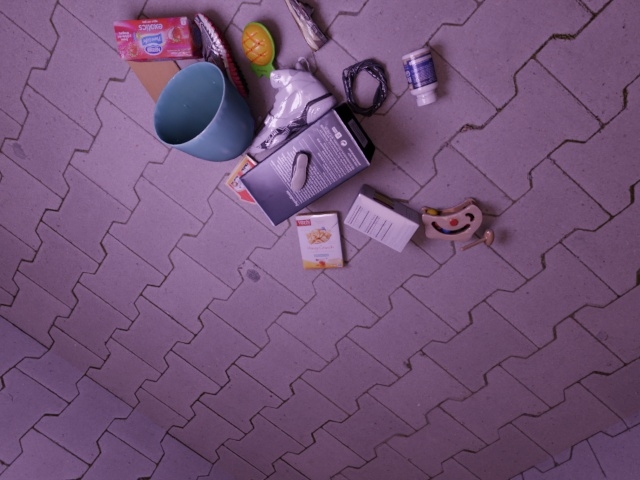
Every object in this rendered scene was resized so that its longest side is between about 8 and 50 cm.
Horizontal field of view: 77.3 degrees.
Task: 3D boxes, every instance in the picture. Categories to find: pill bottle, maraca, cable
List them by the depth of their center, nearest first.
[{"bbox_3d":[0.335,-0.539,1.324,0.094,0.094,0.169,-15,109,17],"label":"pill bottle"},{"bbox_3d":[-0.210,-0.653,1.383,0.127,0.099,0.185,18,138,24],"label":"maraca"},{"bbox_3d":[0.160,-0.527,1.397,0.151,0.047,0.184,-13,107,11],"label":"cable"}]

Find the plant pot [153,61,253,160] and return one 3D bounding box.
[{"bbox_3d":[-0.365,-0.402,1.351,0.293,0.235,0.292,-8,73,25],"label":"plant pot"}]

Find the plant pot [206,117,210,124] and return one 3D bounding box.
[{"bbox_3d":[-0.433,-0.451,1.528,0.079,0.083,0.083,-17,109,30],"label":"plant pot"}]

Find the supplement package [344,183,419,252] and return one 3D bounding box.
[{"bbox_3d":[0.232,-0.086,1.515,0.244,0.139,0.133,28,117,-2],"label":"supplement package"}]

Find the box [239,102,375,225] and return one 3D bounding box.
[{"bbox_3d":[-0.033,-0.272,1.403,0.396,0.293,0.212,-32,103,21],"label":"box"}]

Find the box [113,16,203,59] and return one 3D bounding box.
[{"bbox_3d":[-0.557,-0.695,1.394,0.257,0.128,0.122,-2,110,3],"label":"box"}]

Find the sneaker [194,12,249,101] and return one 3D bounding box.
[{"bbox_3d":[-0.363,-0.634,1.398,0.112,0.121,0.299,-21,108,9],"label":"sneaker"}]

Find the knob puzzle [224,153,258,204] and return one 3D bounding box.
[{"bbox_3d":[-0.275,-0.220,1.604,0.213,0.030,0.213,7,119,13],"label":"knob puzzle"}]

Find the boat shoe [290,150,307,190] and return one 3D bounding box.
[{"bbox_3d":[-0.072,-0.216,1.251,0.046,0.038,0.125,-9,125,-30],"label":"boat shoe"}]

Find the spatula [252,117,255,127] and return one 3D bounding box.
[{"bbox_3d":[-0.354,-0.524,1.501,0.084,0.030,0.296,-34,103,21],"label":"spatula"}]

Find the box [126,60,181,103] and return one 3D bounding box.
[{"bbox_3d":[-0.615,-0.638,1.507,0.165,0.021,0.201,-27,106,20],"label":"box"}]

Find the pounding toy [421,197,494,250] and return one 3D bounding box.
[{"bbox_3d":[0.507,-0.063,1.462,0.270,0.154,0.154,7,119,8],"label":"pounding toy"}]

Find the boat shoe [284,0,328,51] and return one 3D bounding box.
[{"bbox_3d":[-0.051,-0.744,1.325,0.074,0.080,0.223,-28,111,15],"label":"boat shoe"}]

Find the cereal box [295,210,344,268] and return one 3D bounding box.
[{"bbox_3d":[0.000,0.000,1.648,0.173,0.047,0.240,-4,112,13],"label":"cereal box"}]

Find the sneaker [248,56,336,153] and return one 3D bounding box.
[{"bbox_3d":[-0.143,-0.475,1.427,0.366,0.137,0.210,-29,104,16],"label":"sneaker"}]
